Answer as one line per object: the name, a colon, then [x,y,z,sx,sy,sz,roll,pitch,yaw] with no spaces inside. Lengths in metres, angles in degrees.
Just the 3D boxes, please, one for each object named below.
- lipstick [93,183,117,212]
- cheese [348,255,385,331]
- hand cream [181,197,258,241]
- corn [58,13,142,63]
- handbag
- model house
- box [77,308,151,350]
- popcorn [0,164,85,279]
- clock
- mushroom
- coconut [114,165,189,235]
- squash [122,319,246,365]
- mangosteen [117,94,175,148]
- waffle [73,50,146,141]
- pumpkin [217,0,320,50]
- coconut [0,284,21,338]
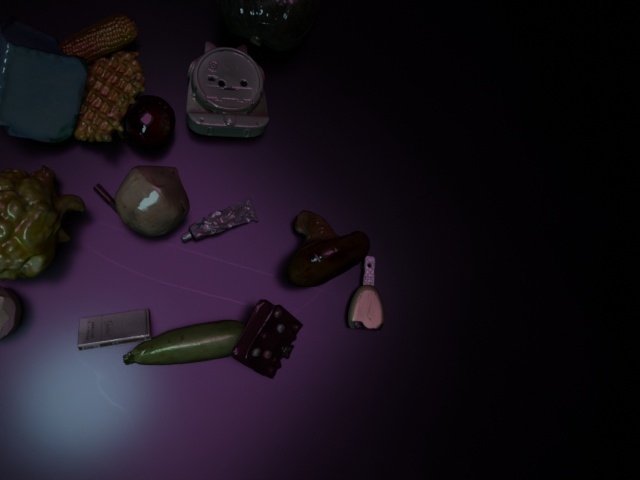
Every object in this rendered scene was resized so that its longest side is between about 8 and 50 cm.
lipstick: [-0.630,-0.103,1.640,0.027,0.027,0.176,-44,96,-17]
cheese: [0.161,0.177,1.794,0.127,0.054,0.251,8,79,-13]
hand cream: [-0.324,-0.058,1.705,0.257,0.050,0.084,-23,85,-20]
corn: [-0.710,-0.616,1.663,0.310,0.101,0.101,-32,91,-12]
handbag: [-0.153,0.304,1.621,0.203,0.074,0.216,-60,143,-16]
model house: [-0.847,-0.468,1.540,0.230,0.249,0.280,1,124,-46]
box: [-0.600,0.260,1.555,0.198,0.029,0.109,-7,40,-15]
popcorn: [-0.838,-0.054,1.453,0.274,0.279,0.335,15,90,7]
clock: [-0.307,-0.506,1.746,0.265,0.108,0.324,-2,81,-15]
mushroom: [0.005,0.034,1.676,0.254,0.267,0.267,38,74,-7]
coconut: [-0.494,-0.127,1.591,0.224,0.224,0.224,2,81,-15]
squash: [-0.394,0.311,1.593,0.371,0.118,0.118,-9,84,-11]
mangosteen: [-0.545,-0.371,1.644,0.180,0.166,0.166,12,77,11]
waffle: [-0.642,-0.434,1.601,0.282,0.058,0.300,6,78,28]
pumpkin: [-0.170,-0.766,1.736,0.328,0.291,0.257,16,98,-2]
coconut: [-0.904,0.196,1.434,0.171,0.183,0.170,2,82,-16]
